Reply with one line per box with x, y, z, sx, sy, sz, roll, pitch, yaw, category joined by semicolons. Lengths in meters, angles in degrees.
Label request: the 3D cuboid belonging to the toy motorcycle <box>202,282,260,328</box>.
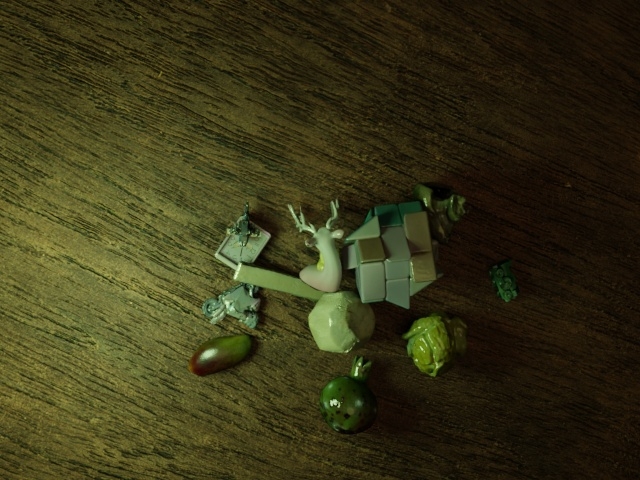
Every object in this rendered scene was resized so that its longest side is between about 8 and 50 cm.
-0.325;0.279;1.714;0.239;0.108;0.204;-27;98;-5;toy motorcycle

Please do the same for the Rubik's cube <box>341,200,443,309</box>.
0.264;0.044;1.669;0.357;0.387;0.369;-6;114;-4;Rubik's cube

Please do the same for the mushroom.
0.456;-0.108;1.721;0.211;0.292;0.218;13;106;-8;mushroom

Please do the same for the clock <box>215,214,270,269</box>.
-0.309;0.016;1.718;0.150;0.063;0.197;34;89;-10;clock

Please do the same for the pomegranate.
0.112;0.625;1.765;0.242;0.242;0.306;3;74;-9;pomegranate

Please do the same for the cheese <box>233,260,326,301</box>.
-0.149;0.170;1.740;0.399;0.034;0.085;17;97;-20;cheese

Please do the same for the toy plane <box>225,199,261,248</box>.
-0.288;-0.061;1.649;0.135;0.062;0.189;6;95;-8;toy plane

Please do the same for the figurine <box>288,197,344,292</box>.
-0.012;0.003;1.692;0.206;0.284;0.316;-2;121;-15;figurine

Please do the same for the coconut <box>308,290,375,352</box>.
0.074;0.324;1.716;0.244;0.247;0.245;15;67;-38;coconut

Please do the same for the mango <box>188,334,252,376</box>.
-0.399;0.449;1.718;0.267;0.111;0.133;-21;86;-11;mango

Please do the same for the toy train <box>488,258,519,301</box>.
0.811;0.177;1.899;0.104;0.071;0.178;-26;97;-16;toy train

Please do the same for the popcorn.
0.486;0.427;1.802;0.276;0.276;0.226;-37;62;-4;popcorn
